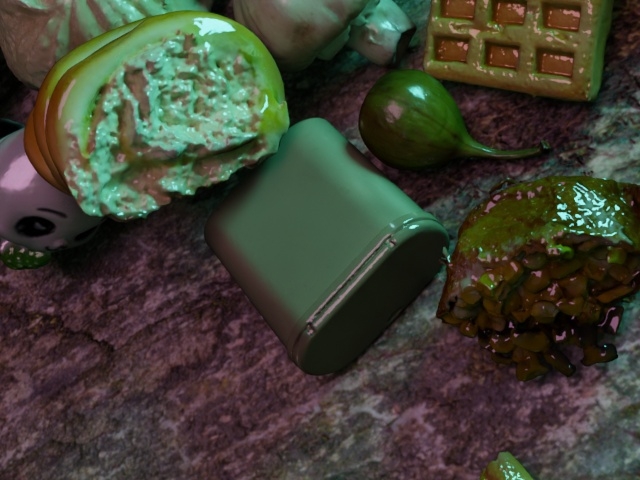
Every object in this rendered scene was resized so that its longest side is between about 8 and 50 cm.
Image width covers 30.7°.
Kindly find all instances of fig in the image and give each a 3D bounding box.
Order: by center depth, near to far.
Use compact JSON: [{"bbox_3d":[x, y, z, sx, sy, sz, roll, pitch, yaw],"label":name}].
[{"bbox_3d":[0.163,-0.132,1.424,0.236,0.124,0.124,16,81,7],"label":"fig"}]

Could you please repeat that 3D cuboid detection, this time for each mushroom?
[{"bbox_3d":[0.025,-0.317,1.501,0.254,0.234,0.260,-56,11,-34],"label":"mushroom"}]

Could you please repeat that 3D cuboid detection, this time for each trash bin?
[{"bbox_3d":[0.000,0.000,1.444,0.243,0.121,0.247,-46,56,8],"label":"trash bin"}]

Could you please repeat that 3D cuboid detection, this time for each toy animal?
[{"bbox_3d":[-0.410,-0.064,1.631,0.267,0.213,0.212,9,78,37],"label":"toy animal"}]

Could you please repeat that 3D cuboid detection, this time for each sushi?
[{"bbox_3d":[0.257,0.033,1.279,0.297,0.166,0.179,-16,44,16],"label":"sushi"}]

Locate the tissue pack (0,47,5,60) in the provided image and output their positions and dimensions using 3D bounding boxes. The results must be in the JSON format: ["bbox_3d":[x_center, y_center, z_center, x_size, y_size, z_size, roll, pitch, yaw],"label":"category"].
[{"bbox_3d":[-0.566,-0.323,1.862,0.170,0.103,0.090,-17,74,23],"label":"tissue pack"}]

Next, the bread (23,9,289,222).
[{"bbox_3d":[-0.217,-0.177,1.460,0.316,0.211,0.270,-23,25,-17],"label":"bread"}]

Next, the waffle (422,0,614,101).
[{"bbox_3d":[0.240,-0.298,1.394,0.221,0.055,0.247,13,103,29],"label":"waffle"}]

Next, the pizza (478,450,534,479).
[{"bbox_3d":[0.200,0.401,1.228,0.258,0.087,0.268,40,92,29],"label":"pizza"}]

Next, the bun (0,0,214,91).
[{"bbox_3d":[-0.334,-0.367,1.678,0.349,0.227,0.352,-13,66,26],"label":"bun"}]
